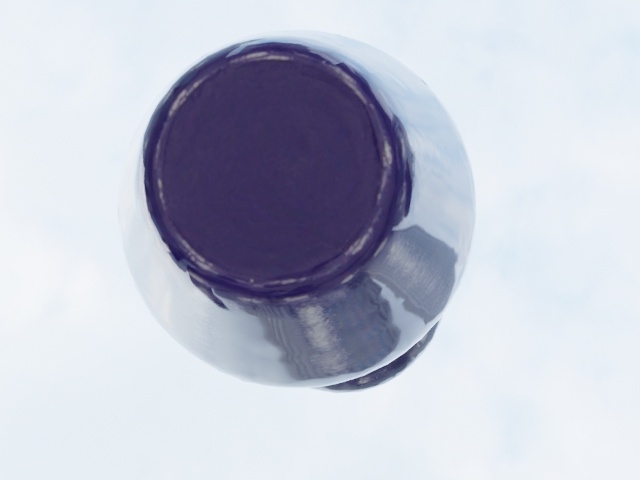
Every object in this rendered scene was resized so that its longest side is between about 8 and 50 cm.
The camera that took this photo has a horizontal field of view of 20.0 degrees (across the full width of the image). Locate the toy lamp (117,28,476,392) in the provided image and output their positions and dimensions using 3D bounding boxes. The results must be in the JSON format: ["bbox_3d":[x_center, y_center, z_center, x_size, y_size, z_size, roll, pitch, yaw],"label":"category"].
[{"bbox_3d":[0.000,0.000,0.461,0.080,0.275,0.080,0,-94,3],"label":"toy lamp"}]
